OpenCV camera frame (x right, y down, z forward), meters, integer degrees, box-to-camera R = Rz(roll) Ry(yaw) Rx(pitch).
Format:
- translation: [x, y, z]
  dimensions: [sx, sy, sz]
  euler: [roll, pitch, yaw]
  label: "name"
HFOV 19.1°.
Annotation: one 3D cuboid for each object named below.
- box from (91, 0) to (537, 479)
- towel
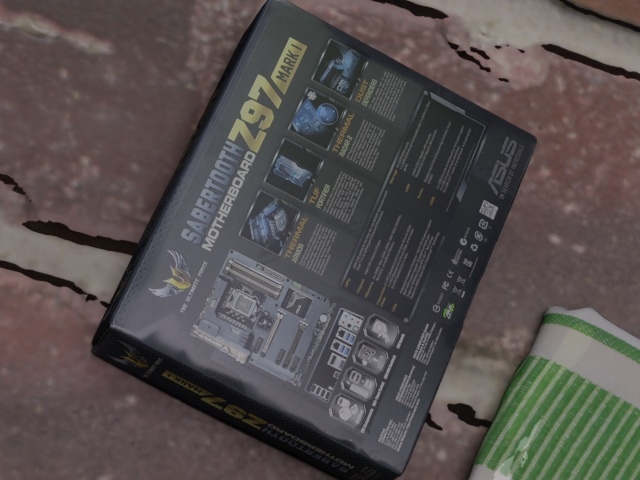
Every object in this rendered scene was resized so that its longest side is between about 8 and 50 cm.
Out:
- translation: [0.000, 0.000, 1.088]
  dimensions: [0.183, 0.059, 0.233]
  euler: [27, 65, -9]
  label: "box"
- translation: [0.175, 0.220, 1.088]
  dimensions: [0.248, 0.038, 0.325]
  euler: [29, 66, -7]
  label: "towel"
